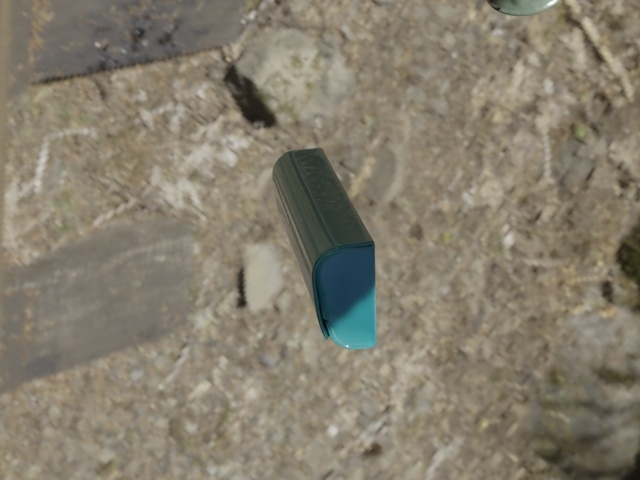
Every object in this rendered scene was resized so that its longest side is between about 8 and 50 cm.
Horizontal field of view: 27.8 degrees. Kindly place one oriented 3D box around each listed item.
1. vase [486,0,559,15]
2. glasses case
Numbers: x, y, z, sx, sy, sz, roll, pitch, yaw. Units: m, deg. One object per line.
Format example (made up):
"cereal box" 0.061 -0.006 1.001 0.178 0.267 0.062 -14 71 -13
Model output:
"vase" 0.217 -0.430 1.522 0.165 0.165 0.360 -42 142 -13
"glasses case" -0.001 0.002 1.383 0.070 0.301 0.117 -7 112 -9
